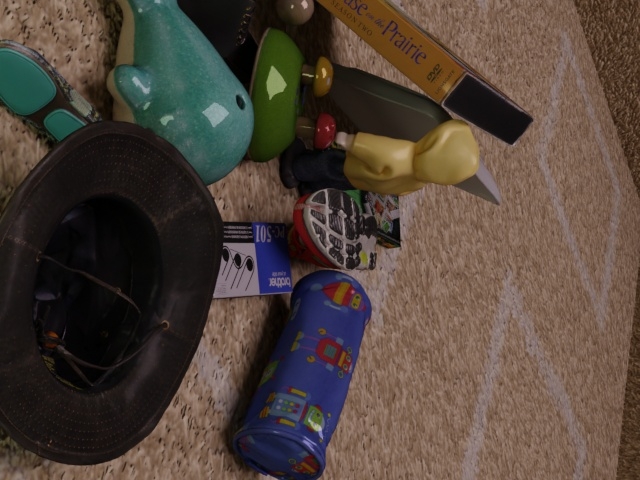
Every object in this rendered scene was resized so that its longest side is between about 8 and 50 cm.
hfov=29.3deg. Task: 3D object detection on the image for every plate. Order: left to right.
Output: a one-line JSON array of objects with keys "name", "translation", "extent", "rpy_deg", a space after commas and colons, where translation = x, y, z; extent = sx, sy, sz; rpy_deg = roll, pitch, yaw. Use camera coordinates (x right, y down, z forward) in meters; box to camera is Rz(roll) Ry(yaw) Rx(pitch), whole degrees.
[{"name": "plate", "translation": [0.137, -0.178, 1.900], "extent": [0.045, 0.278, 0.277], "rpy_deg": [-56, 141, -7]}]

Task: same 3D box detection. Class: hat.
[{"name": "hat", "translation": [-0.245, 0.045, 1.206], "extent": [0.331, 0.134, 0.331], "rpy_deg": [-12, 105, -50]}]

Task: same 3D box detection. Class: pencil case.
[{"name": "pencil case", "translation": [-0.020, 0.177, 1.617], "extent": [0.119, 0.133, 0.306], "rpy_deg": [37, 43, -16]}]

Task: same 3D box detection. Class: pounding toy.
[{"name": "pounding toy", "translation": [-0.025, -0.211, 1.674], "extent": [0.183, 0.110, 0.237], "rpy_deg": [91, 10, -54]}]

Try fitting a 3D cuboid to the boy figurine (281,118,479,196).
[{"name": "boy figurine", "translation": [0.084, -0.115, 1.738], "extent": [0.177, 0.285, 0.092], "rpy_deg": [33, 56, -54]}]

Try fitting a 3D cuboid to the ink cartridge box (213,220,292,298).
[{"name": "ink cartridge box", "translation": [-0.107, 0.025, 1.579], "extent": [0.207, 0.046, 0.097], "rpy_deg": [1, 82, -64]}]

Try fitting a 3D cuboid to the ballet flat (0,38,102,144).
[{"name": "ballet flat", "translation": [-0.289, -0.153, 1.278], "extent": [0.188, 0.070, 0.070], "rpy_deg": [53, 37, -45]}]

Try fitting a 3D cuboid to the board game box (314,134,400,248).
[{"name": "board game box", "translation": [0.062, -0.079, 1.970], "extent": [0.259, 0.030, 0.136], "rpy_deg": [26, 61, -59]}]

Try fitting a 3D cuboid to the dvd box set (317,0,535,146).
[{"name": "dvd box set", "translation": [0.105, -0.309, 1.797], "extent": [0.420, 0.062, 0.307], "rpy_deg": [44, 13, 25]}]

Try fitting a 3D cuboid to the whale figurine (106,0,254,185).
[{"name": "whale figurine", "translation": [-0.162, -0.196, 1.437], "extent": [0.216, 0.141, 0.272], "rpy_deg": [-16, 95, -63]}]

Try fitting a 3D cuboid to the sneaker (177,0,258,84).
[{"name": "sneaker", "translation": [-0.110, -0.282, 1.594], "extent": [0.222, 0.118, 0.083], "rpy_deg": [43, 45, -50]}]

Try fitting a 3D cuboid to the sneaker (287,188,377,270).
[{"name": "sneaker", "translation": [0.000, 0.000, 1.713], "extent": [0.279, 0.118, 0.107], "rpy_deg": [37, 52, -70]}]
